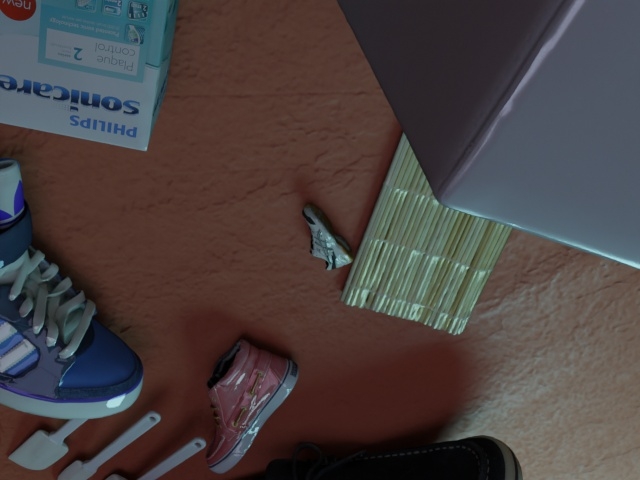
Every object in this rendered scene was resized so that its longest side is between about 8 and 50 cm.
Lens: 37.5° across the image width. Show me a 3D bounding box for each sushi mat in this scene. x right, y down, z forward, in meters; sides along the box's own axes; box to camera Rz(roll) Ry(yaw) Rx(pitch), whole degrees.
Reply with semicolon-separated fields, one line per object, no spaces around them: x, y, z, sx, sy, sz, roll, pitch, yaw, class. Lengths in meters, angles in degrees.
0.136;-0.041;0.974;0.151;0.019;0.316;15;122;-8;sushi mat

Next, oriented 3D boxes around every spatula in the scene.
-0.255;0.258;1.152;0.168;0.019;0.242;40;124;-16;spatula

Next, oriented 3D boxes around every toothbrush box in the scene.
-0.223;-0.246;0.780;0.216;0.126;0.295;12;124;-7;toothbrush box

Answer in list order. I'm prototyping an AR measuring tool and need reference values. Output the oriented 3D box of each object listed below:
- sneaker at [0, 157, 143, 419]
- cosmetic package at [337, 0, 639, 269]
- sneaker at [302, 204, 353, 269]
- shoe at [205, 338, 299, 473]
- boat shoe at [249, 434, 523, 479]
-0.307;0.038;0.959;0.323;0.130;0.236;24;124;-8;sneaker
0.226;-0.216;0.601;0.329;0.393;0.327;16;122;-25;cosmetic package
0.000;0.000;0.992;0.037;0.032;0.083;-28;118;17;sneaker
-0.105;0.193;1.103;0.081;0.063;0.178;30;113;-16;shoe
-0.001;0.345;1.130;0.500;0.186;0.156;-23;126;21;boat shoe
